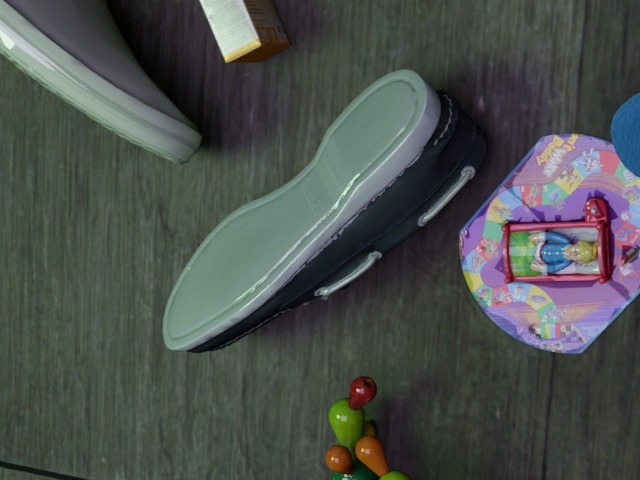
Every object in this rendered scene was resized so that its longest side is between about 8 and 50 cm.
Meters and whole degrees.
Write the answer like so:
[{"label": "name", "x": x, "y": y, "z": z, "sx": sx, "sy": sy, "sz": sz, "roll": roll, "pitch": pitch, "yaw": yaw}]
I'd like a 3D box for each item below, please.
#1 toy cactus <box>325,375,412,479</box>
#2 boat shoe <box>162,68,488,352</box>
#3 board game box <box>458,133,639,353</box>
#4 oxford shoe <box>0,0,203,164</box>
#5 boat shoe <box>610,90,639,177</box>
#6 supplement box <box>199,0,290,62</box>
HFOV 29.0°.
[{"label": "toy cactus", "x": 0.058, "y": 0.228, "z": 0.984, "sx": 0.219, "sy": 0.112, "sz": 0.180, "roll": 50, "pitch": 129, "yaw": 5}, {"label": "boat shoe", "x": 0.000, "y": 0.000, "z": 0.958, "sx": 0.302, "sy": 0.091, "sz": 0.114, "roll": -38, "pitch": 40, "yaw": 26}, {"label": "board game box", "x": 0.181, "y": 0.004, "z": 0.928, "sx": 0.133, "sy": 0.033, "sz": 0.169, "roll": 43, "pitch": 109, "yaw": 10}, {"label": "oxford shoe", "x": -0.254, "y": -0.232, "z": 1.001, "sx": 0.449, "sy": 0.169, "sz": 0.130, "roll": 43, "pitch": 87, "yaw": 11}, {"label": "boat shoe", "x": 0.328, "y": -0.091, "z": 0.828, "sx": 0.258, "sy": 0.089, "sz": 0.109, "roll": -8, "pitch": 107, "yaw": 34}, {"label": "supplement box", "x": -0.067, "y": -0.192, "z": 0.978, "sx": 0.036, "sy": 0.062, "sz": 0.098, "roll": -23, "pitch": 90, "yaw": 23}]
